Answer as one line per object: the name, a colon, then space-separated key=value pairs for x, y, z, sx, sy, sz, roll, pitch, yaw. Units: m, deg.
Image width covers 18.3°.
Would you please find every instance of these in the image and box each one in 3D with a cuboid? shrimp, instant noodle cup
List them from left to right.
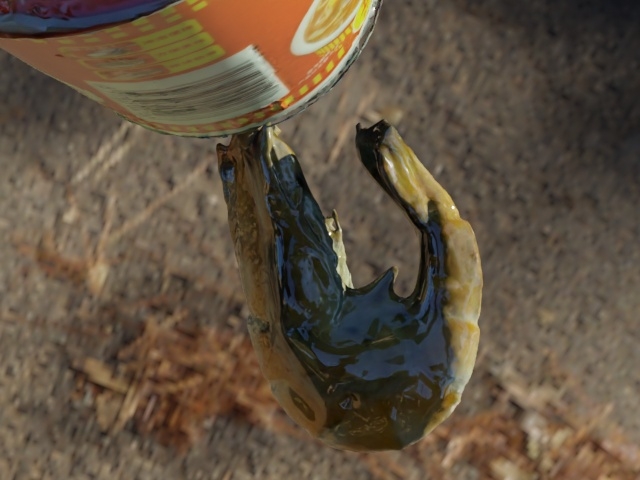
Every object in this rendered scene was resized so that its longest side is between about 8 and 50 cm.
instant noodle cup: x=-0.055 y=-0.124 z=0.649 sx=0.193 sy=0.212 sz=0.193 roll=-2 pitch=77 yaw=9
shrimp: x=0.016 y=-0.001 z=1.159 sx=0.059 sy=0.145 sz=0.254 roll=-2 pitch=82 yaw=-73
